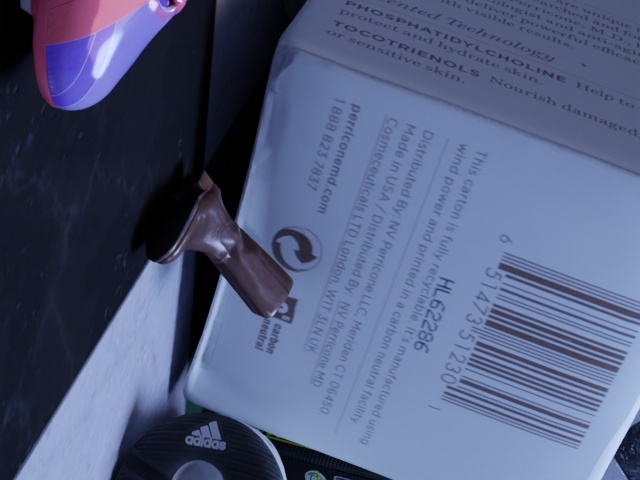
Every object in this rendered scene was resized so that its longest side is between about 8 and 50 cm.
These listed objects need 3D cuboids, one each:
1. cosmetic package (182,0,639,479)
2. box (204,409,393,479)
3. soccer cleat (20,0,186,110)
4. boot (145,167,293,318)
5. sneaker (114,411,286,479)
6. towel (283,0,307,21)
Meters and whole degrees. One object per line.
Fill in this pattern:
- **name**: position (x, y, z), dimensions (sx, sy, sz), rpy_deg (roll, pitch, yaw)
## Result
- **cosmetic package**: position (0.122, -0.040, 1.151), dimensions (0.393, 0.328, 0.329), rpy_deg (-65, 174, -58)
- **box**: position (-0.028, 0.249, 1.268), dimensions (0.045, 0.184, 0.190), rpy_deg (-69, 171, -54)
- **soccer cleat**: position (-0.061, -0.165, 0.643), dimensions (0.083, 0.095, 0.248), rpy_deg (88, 17, -63)
- **boot**: position (-0.062, 0.020, 0.935), dimensions (0.114, 0.037, 0.106), rpy_deg (55, 30, -22)
- **sneaker**: position (-0.091, 0.357, 1.059), dimensions (0.257, 0.169, 0.447), rpy_deg (49, 53, -78)
- **towel**: position (0.015, -0.331, 1.116), dimensions (0.209, 0.034, 0.285), rpy_deg (77, 28, -75)
